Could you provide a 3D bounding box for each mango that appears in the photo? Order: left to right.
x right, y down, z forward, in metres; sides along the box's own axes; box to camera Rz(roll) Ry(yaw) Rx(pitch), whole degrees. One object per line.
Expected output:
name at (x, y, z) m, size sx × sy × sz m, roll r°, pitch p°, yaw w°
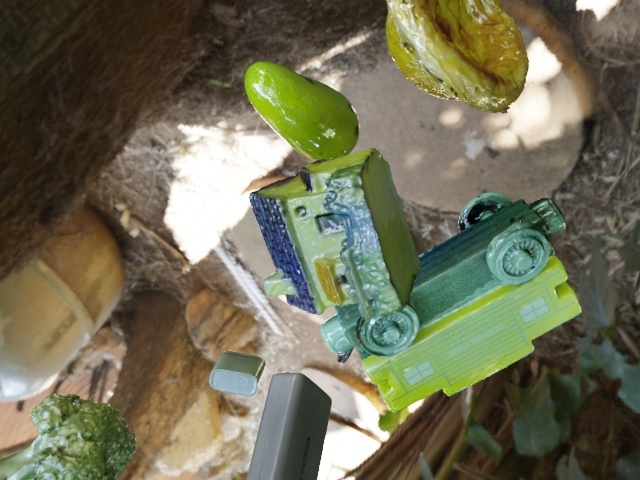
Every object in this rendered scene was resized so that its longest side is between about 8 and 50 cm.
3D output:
mango at (-0.031, -0.256, 1.405) m, size 0.143 × 0.175 × 0.293 m, roll -41°, pitch 139°, yaw 20°

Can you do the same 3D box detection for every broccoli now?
broccoli at (-0.488, 0.358, 1.273) m, size 0.302 × 0.254 × 0.186 m, roll 5°, pitch 117°, yaw 18°

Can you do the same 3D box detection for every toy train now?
toy train at (0.229, 0.109, 1.190) m, size 0.442 × 0.179 × 0.272 m, roll -30°, pitch 120°, yaw 5°

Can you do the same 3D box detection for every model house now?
model house at (0.000, 0.000, 0.937) m, size 0.211 × 0.170 × 0.194 m, roll -12°, pitch 112°, yaw 22°

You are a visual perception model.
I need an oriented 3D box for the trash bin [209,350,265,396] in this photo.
trash bin at (-0.196, 0.316, 1.682) m, size 0.116 × 0.130 × 0.059 m, roll 10°, pitch 100°, yaw 2°

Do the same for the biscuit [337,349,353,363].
biscuit at (0.070, 0.279, 1.825) m, size 0.027 × 0.087 × 0.089 m, roll 26°, pitch 119°, yaw 0°

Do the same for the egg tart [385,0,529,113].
egg tart at (0.191, -0.310, 1.076) m, size 0.295 × 0.295 × 0.116 m, roll 43°, pitch 135°, yaw -14°

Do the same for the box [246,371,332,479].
box at (-0.046, 0.296, 0.894) m, size 0.055 × 0.244 × 0.103 m, roll -8°, pitch 142°, yaw 30°
